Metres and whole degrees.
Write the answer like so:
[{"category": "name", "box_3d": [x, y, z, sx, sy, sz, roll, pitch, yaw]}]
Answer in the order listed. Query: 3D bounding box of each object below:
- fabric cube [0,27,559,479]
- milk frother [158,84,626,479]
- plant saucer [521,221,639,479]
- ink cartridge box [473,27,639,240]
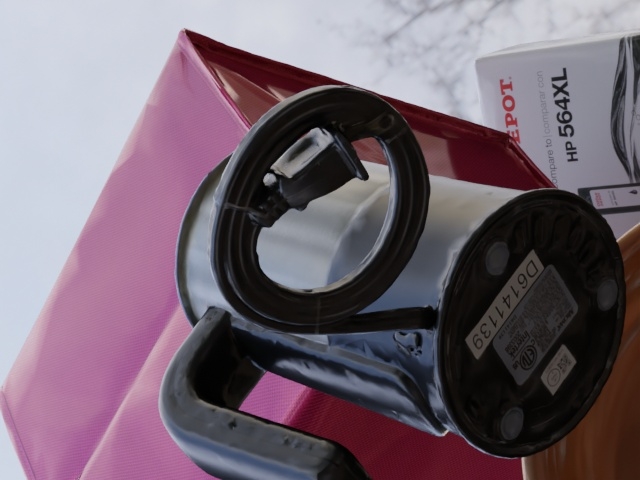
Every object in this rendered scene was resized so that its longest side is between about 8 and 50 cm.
[{"category": "fabric cube", "box_3d": [0.008, 0.078, 0.940, 0.254, 0.258, 0.259, 14, -154, -34]}, {"category": "milk frother", "box_3d": [0.000, 0.000, 0.540, 0.129, 0.134, 0.143, -35, -60, -31]}, {"category": "plant saucer", "box_3d": [0.168, 0.069, 0.569, 0.037, 0.200, 0.200, 60, -165, -60]}, {"category": "ink cartridge box", "box_3d": [0.214, -0.063, 1.105, 0.086, 0.203, 0.148, -24, -74, -59]}]
